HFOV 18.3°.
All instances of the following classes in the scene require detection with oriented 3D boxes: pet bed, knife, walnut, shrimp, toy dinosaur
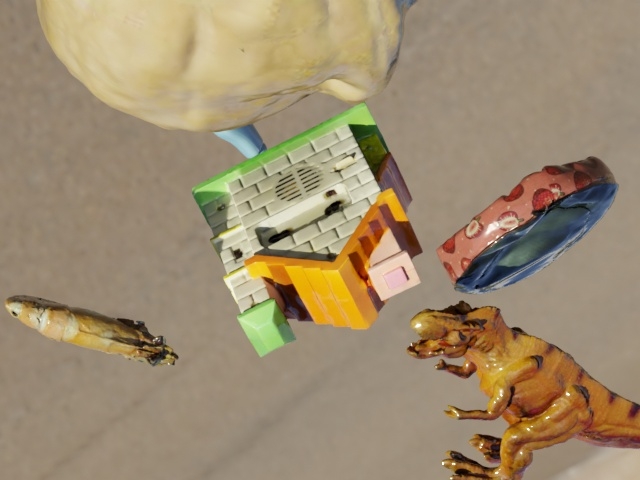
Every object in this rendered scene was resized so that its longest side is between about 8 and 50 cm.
[{"bbox_3d":[0.203,-0.011,1.930,0.201,0.053,0.201,-30,165,-9],"label":"pet bed"},{"bbox_3d":[-0.069,-0.088,2.515,0.032,0.058,0.244,-12,132,32],"label":"knife"},{"bbox_3d":[-0.065,-0.255,1.598,0.381,0.381,0.381,-23,162,-8],"label":"walnut"},{"bbox_3d":[-0.228,0.087,2.002,0.091,0.184,0.043,-118,-132,-83],"label":"shrimp"},{"bbox_3d":[0.229,0.172,1.961,0.432,0.097,0.208,21,127,-29],"label":"toy dinosaur"}]

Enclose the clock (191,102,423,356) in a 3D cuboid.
[{"bbox_3d":[0.000,0.000,2.130,0.220,0.255,0.106,-26,127,3],"label":"clock"}]
